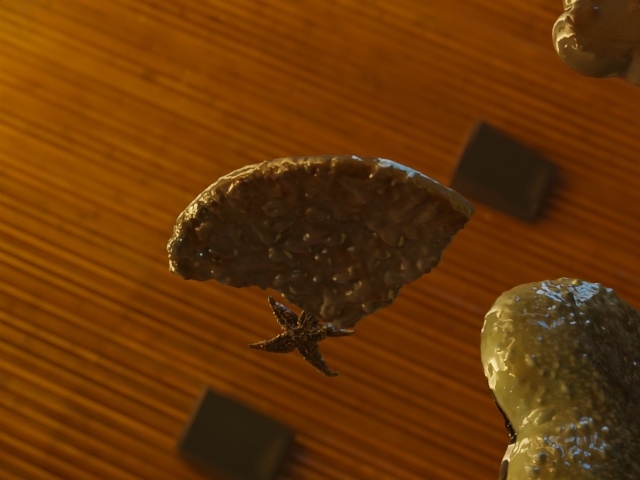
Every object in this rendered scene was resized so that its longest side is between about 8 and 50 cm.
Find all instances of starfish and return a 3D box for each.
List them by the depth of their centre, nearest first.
[{"bbox_3d":[-0.017,0.085,1.598,0.086,0.092,0.016,-33,-2,-3],"label":"starfish"}]

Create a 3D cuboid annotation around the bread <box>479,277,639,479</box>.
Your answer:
[{"bbox_3d":[0.187,0.149,0.925,0.056,0.286,0.207,-34,33,37],"label":"bread"}]

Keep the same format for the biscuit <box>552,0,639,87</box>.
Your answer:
[{"bbox_3d":[0.247,-0.210,0.984,0.044,0.217,0.325,101,180,-66],"label":"biscuit"}]

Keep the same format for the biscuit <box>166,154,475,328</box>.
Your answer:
[{"bbox_3d":[0.000,0.000,1.490,0.188,0.265,0.040,68,-159,-44],"label":"biscuit"}]
